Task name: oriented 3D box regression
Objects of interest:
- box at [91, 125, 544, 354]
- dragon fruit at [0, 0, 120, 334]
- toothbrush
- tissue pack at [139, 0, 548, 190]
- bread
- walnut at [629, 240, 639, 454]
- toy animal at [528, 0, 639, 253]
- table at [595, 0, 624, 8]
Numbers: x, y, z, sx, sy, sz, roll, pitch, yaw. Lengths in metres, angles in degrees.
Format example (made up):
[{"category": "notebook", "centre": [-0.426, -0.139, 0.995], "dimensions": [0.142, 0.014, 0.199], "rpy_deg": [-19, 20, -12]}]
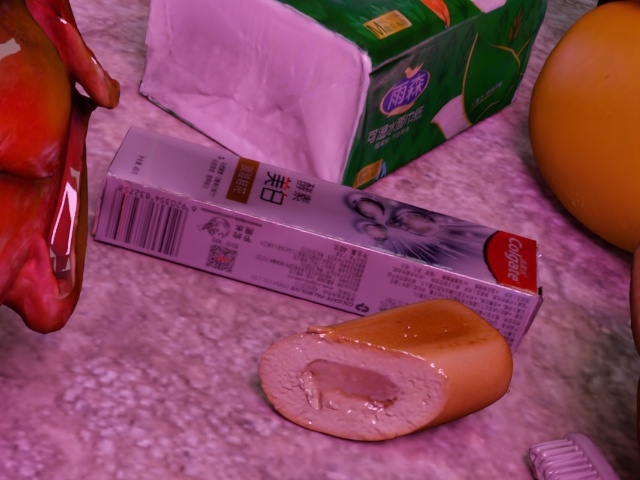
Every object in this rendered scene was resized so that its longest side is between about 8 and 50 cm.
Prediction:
[{"category": "box", "centre": [0.000, 0.000, 0.736], "dimensions": [0.218, 0.039, 0.055], "rpy_deg": [15, 31, -3]}, {"category": "dragon fruit", "centre": [-0.194, -0.022, 0.506], "dimensions": [0.227, 0.243, 0.307], "rpy_deg": [9, 33, 8]}, {"category": "toothbrush", "centre": [0.154, 0.180, 0.553], "dimensions": [0.029, 0.025, 0.307], "rpy_deg": [-8, 39, -19]}, {"category": "tissue pack", "centre": [0.024, -0.143, 0.856], "dimensions": [0.148, 0.156, 0.209], "rpy_deg": [30, 36, 24]}, {"category": "bread", "centre": [0.032, 0.061, 0.651], "dimensions": [0.103, 0.049, 0.062], "rpy_deg": [-12, 35, -35]}, {"category": "walnut", "centre": [0.235, 0.063, 0.577], "dimensions": [0.257, 0.224, 0.257], "rpy_deg": [19, 30, -11]}, {"category": "toy animal", "centre": [0.273, -0.106, 0.835], "dimensions": [0.247, 0.277, 0.345], "rpy_deg": [13, 56, -35]}, {"category": "table", "centre": [0.285, -0.233, 1.066], "dimensions": [0.282, 0.196, 0.250], "rpy_deg": [3, 36, -19]}]
